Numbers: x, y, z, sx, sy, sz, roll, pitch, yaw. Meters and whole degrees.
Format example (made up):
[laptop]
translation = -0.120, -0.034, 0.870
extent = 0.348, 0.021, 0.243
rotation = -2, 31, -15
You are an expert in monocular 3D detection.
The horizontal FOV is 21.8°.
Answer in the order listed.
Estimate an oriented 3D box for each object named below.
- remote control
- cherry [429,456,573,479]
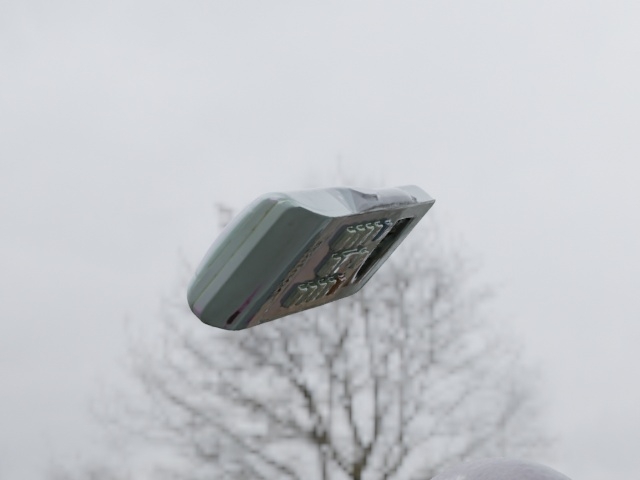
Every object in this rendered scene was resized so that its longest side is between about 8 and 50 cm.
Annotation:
[remote control]
translation = 0.000, 0.000, 0.692
extent = 0.065, 0.029, 0.166
rotation = -51, -13, 16
[cherry]
translation = 0.105, 0.205, 0.902
extent = 0.148, 0.188, 0.115
rotation = 1, 30, 36
